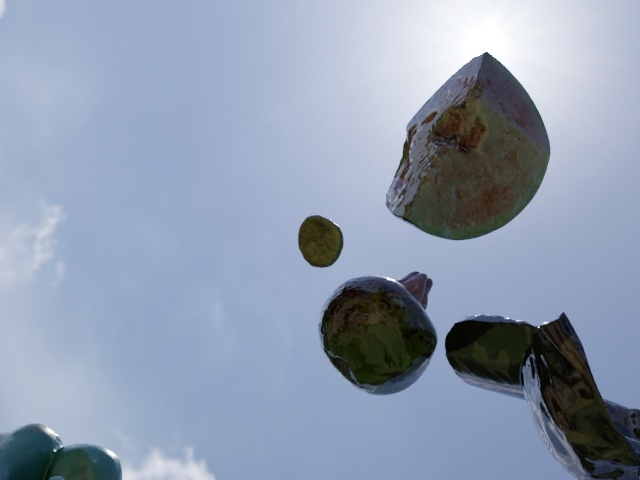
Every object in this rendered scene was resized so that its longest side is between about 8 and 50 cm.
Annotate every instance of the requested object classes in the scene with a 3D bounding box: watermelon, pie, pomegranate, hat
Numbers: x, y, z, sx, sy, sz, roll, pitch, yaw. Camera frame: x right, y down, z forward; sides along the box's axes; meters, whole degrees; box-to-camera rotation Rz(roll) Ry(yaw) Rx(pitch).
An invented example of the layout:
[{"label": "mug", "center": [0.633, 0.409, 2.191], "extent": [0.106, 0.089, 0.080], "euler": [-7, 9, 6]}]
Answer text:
[{"label": "watermelon", "center": [0.233, -0.123, 1.511], "extent": [0.322, 0.188, 0.175], "euler": [-55, -161, -12]}, {"label": "pie", "center": [-0.001, 0.001, 1.423], "extent": [0.084, 0.021, 0.084], "euler": [4, -82, 33]}, {"label": "pomegranate", "center": [0.116, 0.137, 1.610], "extent": [0.214, 0.248, 0.214], "euler": [31, -30, 21]}, {"label": "hat", "center": [0.351, 0.263, 1.445], "extent": [0.382, 0.366, 0.257], "euler": [-22, -142, 46]}]

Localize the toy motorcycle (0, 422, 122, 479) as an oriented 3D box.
[{"label": "toy motorcycle", "center": [-0.216, 0.162, 0.518], "extent": [0.296, 0.198, 0.109], "euler": [13, -56, 41]}]
